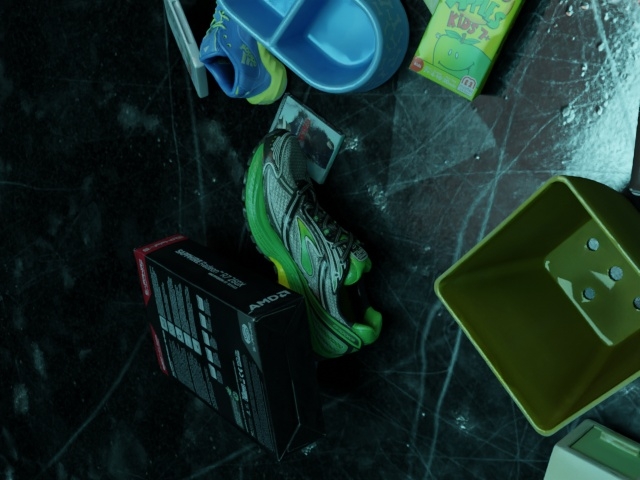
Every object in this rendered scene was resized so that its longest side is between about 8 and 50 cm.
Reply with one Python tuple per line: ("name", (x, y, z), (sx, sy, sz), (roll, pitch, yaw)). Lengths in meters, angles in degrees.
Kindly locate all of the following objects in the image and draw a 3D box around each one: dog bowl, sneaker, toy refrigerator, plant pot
("dog bowl", (-0.023, -0.313, 1.242), (0.297, 0.074, 0.166), (41, 122, 2))
("sneaker", (-0.120, -0.314, 1.345), (0.091, 0.126, 0.240), (-12, 93, 40))
("sneaker", (0.000, 0.000, 1.340), (0.146, 0.134, 0.343), (-14, 100, 33))
("toy refrigerator", (0.405, 0.315, 1.089), (0.269, 0.102, 0.094), (24, 115, 33))
("plant pot", (0.300, 0.057, 1.056), (0.212, 0.187, 0.212), (-46, 71, 36))

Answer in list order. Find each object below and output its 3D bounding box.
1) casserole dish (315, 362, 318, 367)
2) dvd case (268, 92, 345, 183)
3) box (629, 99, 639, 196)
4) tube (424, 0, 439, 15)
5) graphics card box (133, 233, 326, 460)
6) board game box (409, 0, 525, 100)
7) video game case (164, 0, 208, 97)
("casserole dish", (-0.072, 0.178, 1.484), (0.188, 0.037, 0.114), (30, 117, 29))
("dvd case", (-0.024, -0.151, 1.381), (0.119, 0.013, 0.087), (41, 123, 25))
("box", (0.424, -0.142, 0.919), (0.167, 0.168, 0.203), (13, 108, 37))
("tube", (0.106, -0.402, 1.192), (0.240, 0.062, 0.070), (53, 162, 12))
("graphics card box", (-0.144, 0.146, 1.401), (0.371, 0.094, 0.232), (22, 127, 53))
("board game box", (0.189, -0.275, 1.144), (0.092, 0.043, 0.181), (30, 119, 12))
("video game case", (-0.206, -0.305, 1.424), (0.157, 0.019, 0.143), (122, 125, -81))
